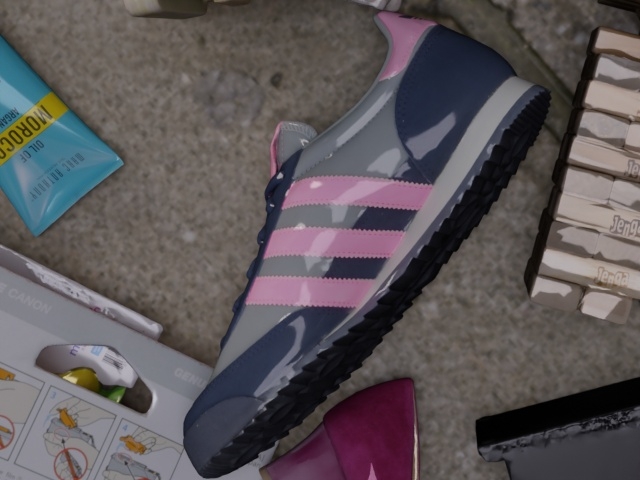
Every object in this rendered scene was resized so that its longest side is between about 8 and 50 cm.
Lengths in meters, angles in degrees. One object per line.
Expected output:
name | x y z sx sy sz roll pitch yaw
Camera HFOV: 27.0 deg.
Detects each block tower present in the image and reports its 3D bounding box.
block tower | 0.210 -0.119 0.811 0.091 0.097 0.335 15 98 4

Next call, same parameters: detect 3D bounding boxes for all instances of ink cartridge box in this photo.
ink cartridge box | -0.183 0.160 0.836 0.275 0.060 0.238 29 74 -22

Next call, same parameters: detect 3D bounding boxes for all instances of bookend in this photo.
bookend | 0.196 0.175 0.847 0.156 0.072 0.157 -17 94 7

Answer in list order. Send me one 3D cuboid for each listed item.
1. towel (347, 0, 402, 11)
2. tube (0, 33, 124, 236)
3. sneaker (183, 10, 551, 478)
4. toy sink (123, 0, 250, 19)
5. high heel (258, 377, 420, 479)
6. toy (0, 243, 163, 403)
towel | 0.005 -0.298 0.835 0.187 0.049 0.282 15 96 3
tube | -0.224 -0.106 0.875 0.080 0.052 0.207 -37 97 17
sneaker | 0.000 0.000 0.841 0.131 0.112 0.319 40 90 17
toy sink | -0.054 -0.198 0.751 0.234 0.153 0.131 -9 97 6
high heel | 0.071 0.212 0.851 0.117 0.082 0.244 -33 76 -3
toy | -0.239 0.060 0.884 0.237 0.056 0.136 28 93 -3
